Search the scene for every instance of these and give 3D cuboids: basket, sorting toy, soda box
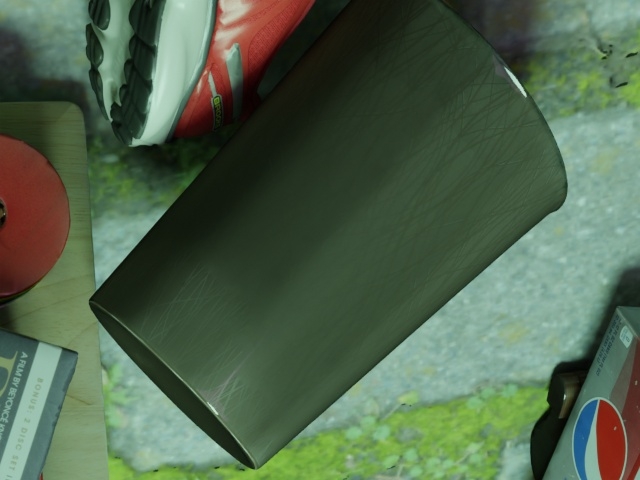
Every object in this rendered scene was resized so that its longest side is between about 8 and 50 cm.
[{"bbox_3d":[0.000,0.000,1.038,0.227,0.154,0.204,-45,156,-11],"label":"basket"},{"bbox_3d":[-0.241,0.051,1.010,0.257,0.255,0.089,-3,174,-14],"label":"sorting toy"},{"bbox_3d":[0.208,0.174,1.302,0.083,0.092,0.263,2,125,-25],"label":"soda box"}]

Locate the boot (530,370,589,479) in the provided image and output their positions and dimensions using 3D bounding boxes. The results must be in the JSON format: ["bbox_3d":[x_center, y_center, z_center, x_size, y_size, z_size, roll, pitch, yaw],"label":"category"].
[{"bbox_3d":[0.210,0.129,1.354,0.114,0.037,0.106,-4,133,-19],"label":"boot"}]

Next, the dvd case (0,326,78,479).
[{"bbox_3d":[-0.248,0.099,0.946,0.221,0.018,0.164,19,79,-12],"label":"dvd case"}]

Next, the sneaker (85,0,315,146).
[{"bbox_3d":[-0.040,-0.172,0.998,0.118,0.107,0.279,-8,137,-35],"label":"sneaker"}]
